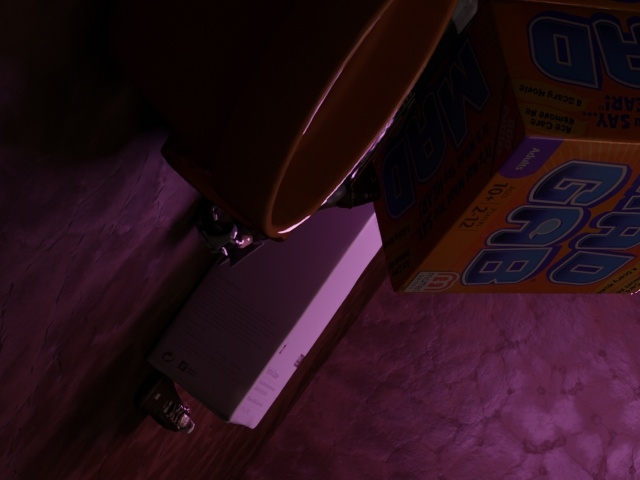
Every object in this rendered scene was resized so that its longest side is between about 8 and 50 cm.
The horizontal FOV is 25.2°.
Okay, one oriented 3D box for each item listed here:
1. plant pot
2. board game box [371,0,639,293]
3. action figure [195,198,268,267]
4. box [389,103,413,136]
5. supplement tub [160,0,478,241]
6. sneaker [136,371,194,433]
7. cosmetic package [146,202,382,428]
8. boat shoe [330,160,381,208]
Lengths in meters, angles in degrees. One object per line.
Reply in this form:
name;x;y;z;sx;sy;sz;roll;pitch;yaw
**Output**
plant pot;-0.039;-0.175;1.183;0.291;0.203;0.291;-54;170;-14
board game box;0.280;-0.171;1.743;0.356;0.357;0.356;125;-39;-53
action figure;-0.067;-0.074;1.738;0.185;0.099;0.285;-58;177;-30
box;0.062;-0.229;1.662;0.103;0.114;0.203;1;140;-21
supplement tub;-0.004;-0.167;1.413;0.316;0.194;0.193;-54;170;-10
sneaker;-0.220;0.243;2.116;0.066;0.071;0.188;-54;171;-10
cosmetic package;-0.061;0.066;2.043;0.385;0.156;0.217;-54;169;-3
boat shoe;0.028;-0.124;1.751;0.073;0.073;0.207;86;-6;-56
